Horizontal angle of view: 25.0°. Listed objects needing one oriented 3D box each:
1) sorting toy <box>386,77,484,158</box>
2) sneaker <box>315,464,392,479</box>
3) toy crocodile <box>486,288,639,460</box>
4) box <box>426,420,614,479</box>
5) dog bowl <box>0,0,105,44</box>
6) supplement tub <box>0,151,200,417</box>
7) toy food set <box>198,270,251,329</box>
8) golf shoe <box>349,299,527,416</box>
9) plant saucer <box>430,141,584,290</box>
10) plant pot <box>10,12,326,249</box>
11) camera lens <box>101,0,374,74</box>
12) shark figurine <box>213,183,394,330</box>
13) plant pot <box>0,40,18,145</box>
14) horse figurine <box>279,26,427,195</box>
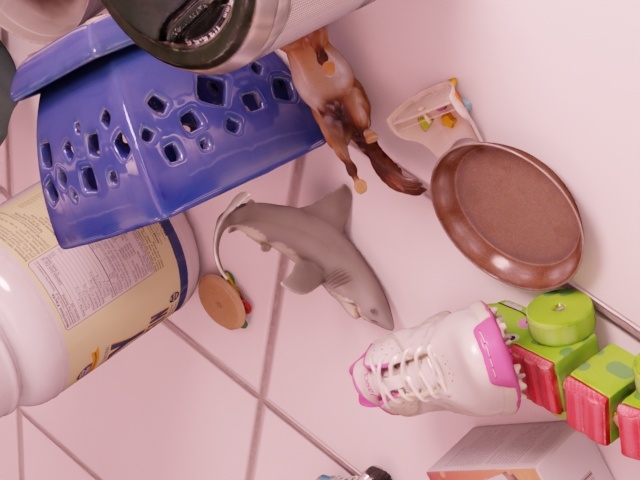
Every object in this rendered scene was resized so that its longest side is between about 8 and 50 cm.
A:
[{"bbox_3d":[0.120,-0.108,1.375,0.083,0.045,0.075,-17,117,44],"label":"sorting toy"},{"bbox_3d":[0.026,0.321,1.810,0.083,0.071,0.191,49,144,17],"label":"sneaker"},{"bbox_3d":[0.261,0.139,1.341,0.340,0.105,0.115,28,139,48],"label":"toy crocodile"},{"bbox_3d":[0.220,0.271,1.527,0.170,0.091,0.130,-15,107,52],"label":"box"},{"bbox_3d":[-0.310,-0.392,1.547,0.349,0.102,0.349,29,134,36],"label":"dog bowl"},{"bbox_3d":[-0.335,0.056,1.776,0.235,0.325,0.235,29,138,30],"label":"supplement tub"},{"bbox_3d":[-0.120,0.077,1.812,0.082,0.020,0.083,-16,106,52],"label":"toy food set"},{"bbox_3d":[0.109,0.131,1.405,0.306,0.140,0.115,132,120,-80],"label":"golf shoe"},{"bbox_3d":[0.181,-0.028,1.368,0.168,0.029,0.168,28,142,24],"label":"plant saucer"},{"bbox_3d":[-0.174,-0.139,1.527,0.236,0.236,0.212,-16,99,54],"label":"plant pot"},{"bbox_3d":[-0.048,-0.276,1.208,0.219,0.274,0.219,24,129,33],"label":"camera lens"},{"bbox_3d":[-0.022,-0.019,1.532,0.116,0.278,0.166,-46,45,17],"label":"shark figurine"},{"bbox_3d":[-0.549,-0.229,1.735,0.341,0.341,0.334,33,170,27],"label":"plant pot"},{"bbox_3d":[0.010,-0.151,1.401,0.263,0.066,0.174,58,-173,-25],"label":"horse figurine"}]
